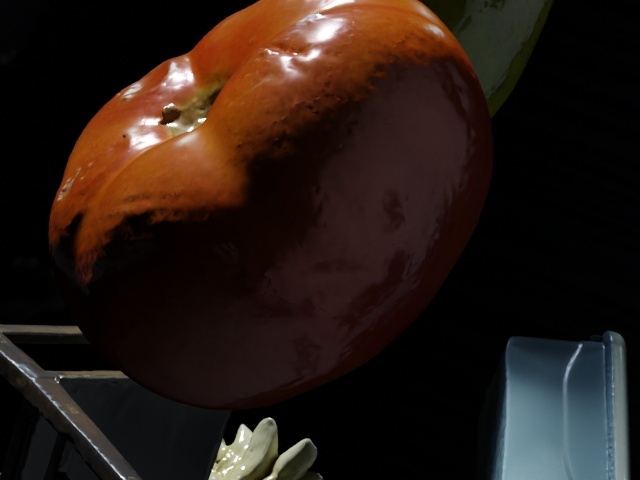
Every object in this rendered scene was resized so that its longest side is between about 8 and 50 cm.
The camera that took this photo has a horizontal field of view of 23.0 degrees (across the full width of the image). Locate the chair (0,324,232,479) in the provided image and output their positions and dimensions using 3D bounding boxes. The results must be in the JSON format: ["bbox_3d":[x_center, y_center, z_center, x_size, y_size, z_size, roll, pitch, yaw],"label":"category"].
[{"bbox_3d":[-0.188,0.211,1.436,0.240,0.416,0.203,10,-75,-39],"label":"chair"}]

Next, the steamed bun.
[{"bbox_3d":[-0.121,0.386,2.207,0.189,0.428,0.247,-38,-52,-45],"label":"steamed bun"}]

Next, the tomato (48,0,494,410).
[{"bbox_3d":[-0.020,-0.024,0.866,0.260,0.180,0.260,-35,26,20],"label":"tomato"}]

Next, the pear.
[{"bbox_3d":[0.103,-0.226,1.616,0.307,0.253,0.253,-54,-10,21],"label":"pear"}]

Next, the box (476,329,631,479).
[{"bbox_3d":[0.215,0.200,1.432,0.162,0.130,0.227,102,177,-50],"label":"box"}]
